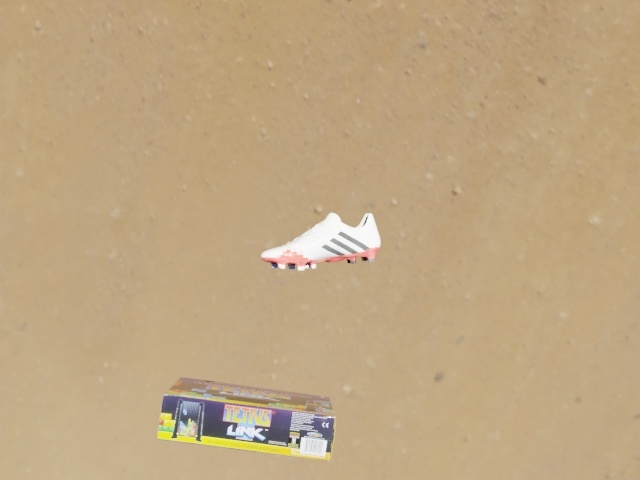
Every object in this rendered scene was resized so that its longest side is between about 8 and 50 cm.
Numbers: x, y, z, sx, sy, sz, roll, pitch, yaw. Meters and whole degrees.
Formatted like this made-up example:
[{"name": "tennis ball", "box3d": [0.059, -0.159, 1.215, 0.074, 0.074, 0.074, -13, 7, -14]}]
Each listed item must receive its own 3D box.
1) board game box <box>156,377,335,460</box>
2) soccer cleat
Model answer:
[{"name": "board game box", "box3d": [-0.073, 0.181, 1.002, 0.170, 0.141, 0.048, 8, 90, -2]}, {"name": "soccer cleat", "box3d": [0.000, 0.000, 0.643, 0.083, 0.029, 0.036, -5, 92, -17]}]
